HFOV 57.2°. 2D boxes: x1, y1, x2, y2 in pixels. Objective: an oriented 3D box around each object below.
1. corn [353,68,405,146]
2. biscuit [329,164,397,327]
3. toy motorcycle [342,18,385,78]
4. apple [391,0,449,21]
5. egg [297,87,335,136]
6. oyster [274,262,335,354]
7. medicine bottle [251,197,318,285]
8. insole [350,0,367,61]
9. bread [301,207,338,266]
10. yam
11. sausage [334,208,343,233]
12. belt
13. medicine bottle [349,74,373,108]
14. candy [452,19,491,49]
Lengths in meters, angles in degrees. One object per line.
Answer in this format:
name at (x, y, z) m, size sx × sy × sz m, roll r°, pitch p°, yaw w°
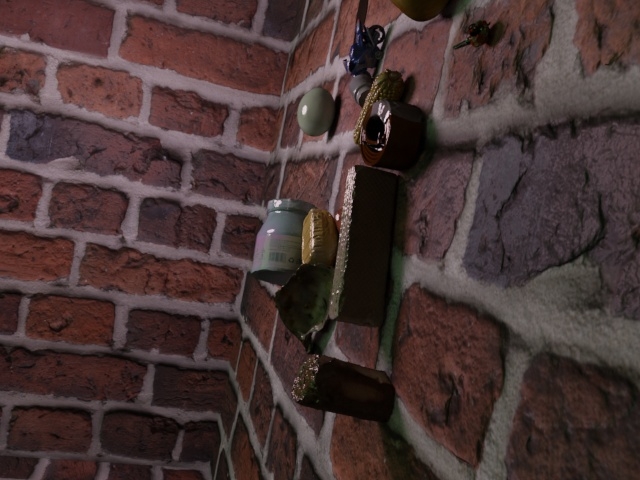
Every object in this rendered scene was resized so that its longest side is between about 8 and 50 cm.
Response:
corn at (0.166, -0.382, 1.723) m, size 0.091 × 0.091 × 0.260 m, roll 48°, pitch 141°, yaw 17°
biscuit at (0.119, 0.014, 1.562) m, size 0.078 × 0.143 × 0.426 m, roll 153°, pitch 127°, yaw -68°
toy motorcycle at (0.137, -0.609, 1.920) m, size 0.076 × 0.114 × 0.205 m, roll -108°, pitch 32°, yaw -60°
apple at (0.251, -0.640, 1.466) m, size 0.155 × 0.182 × 0.182 m, roll -51°, pitch 27°, yaw 24°
egg at (-0.015, -0.505, 2.312) m, size 0.149 × 0.149 × 0.192 m, roll -171°, pitch 94°, yaw -74°
oyster at (-0.049, 0.210, 1.969) m, size 0.111 × 0.204 × 0.396 m, roll -41°, pitch -19°, yaw -50°
medicine bottle at (-0.119, 0.008, 2.198) m, size 0.245 × 0.244 × 0.290 m, roll 143°, pitch 137°, yaw -67°
insole at (0.145, -0.800, 2.207) m, size 0.111 × 0.007 × 0.328 m, roll 180°, pitch 100°, yaw -75°
bread at (0.000, 0.000, 2.024) m, size 0.140 × 0.106 × 0.236 m, roll 119°, pitch 156°, yaw -50°
yam at (0.057, 0.351, 1.404) m, size 0.129 × 0.238 × 0.128 m, roll -26°, pitch 49°, yaw 62°
sausage at (0.096, -0.024, 1.775) m, size 0.304 × 0.078 × 0.078 m, roll -120°, pitch 43°, yaw -68°
belt at (0.185, -0.286, 1.582) m, size 0.261 × 0.105 × 0.184 m, roll -132°, pitch 51°, yaw -74°
medicine bottle at (0.141, -0.474, 1.884) m, size 0.130 × 0.080 × 0.080 m, roll -104°, pitch 29°, yaw -54°
candy at (0.330, -0.449, 1.316) m, size 0.185 × 0.049 × 0.056 m, roll -135°, pitch 63°, yaw -80°
